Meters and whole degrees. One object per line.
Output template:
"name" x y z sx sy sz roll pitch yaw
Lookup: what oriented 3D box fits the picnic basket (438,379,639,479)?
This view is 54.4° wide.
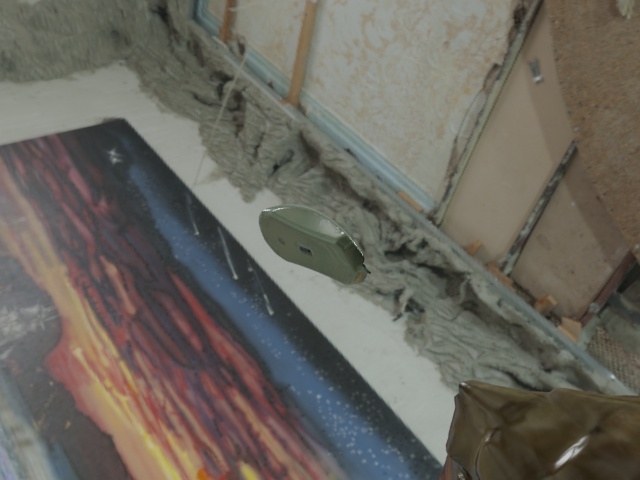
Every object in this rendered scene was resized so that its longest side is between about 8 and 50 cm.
"picnic basket" 0.220 0.255 0.357 0.337 0.337 0.293 46 -3 28

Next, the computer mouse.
"computer mouse" 0.000 0.000 0.494 0.110 0.032 0.056 22 -36 34
